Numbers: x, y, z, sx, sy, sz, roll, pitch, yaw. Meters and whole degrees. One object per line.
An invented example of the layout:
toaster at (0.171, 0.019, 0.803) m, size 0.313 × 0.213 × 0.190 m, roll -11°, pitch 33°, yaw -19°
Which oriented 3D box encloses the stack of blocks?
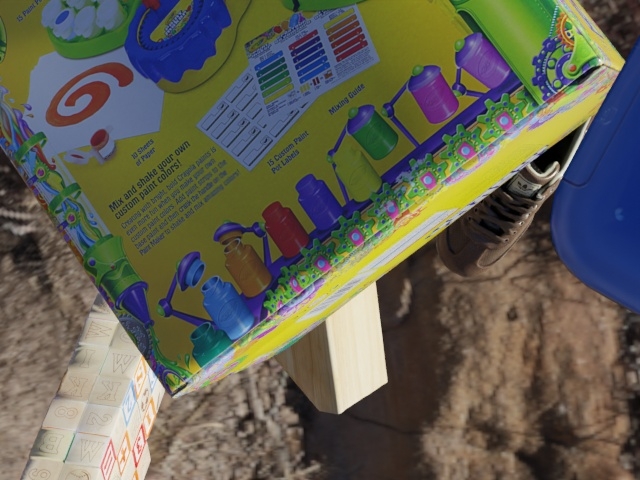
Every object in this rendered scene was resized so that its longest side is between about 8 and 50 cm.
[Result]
stack of blocks at (-0.265, 0.232, 1.486) m, size 0.087 × 0.171 × 0.297 m, roll 7°, pitch 47°, yaw 8°

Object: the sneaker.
sneaker at (0.133, -0.046, 0.852) m, size 0.066 × 0.188 × 0.071 m, roll 26°, pitch 25°, yaw -2°

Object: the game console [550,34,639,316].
game console at (0.270, -0.032, 0.398) m, size 0.250 × 0.293 × 0.173 m, roll -63°, pitch 153°, yaw 8°

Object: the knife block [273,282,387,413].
knife block at (0.000, 0.000, 1.204) m, size 0.275 × 0.242 × 0.088 m, roll 49°, pitch 42°, yaw 14°

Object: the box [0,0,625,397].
box at (-0.024, -0.115, 0.705) m, size 0.279 × 0.290 × 0.177 m, roll 55°, pitch 19°, yaw 8°
